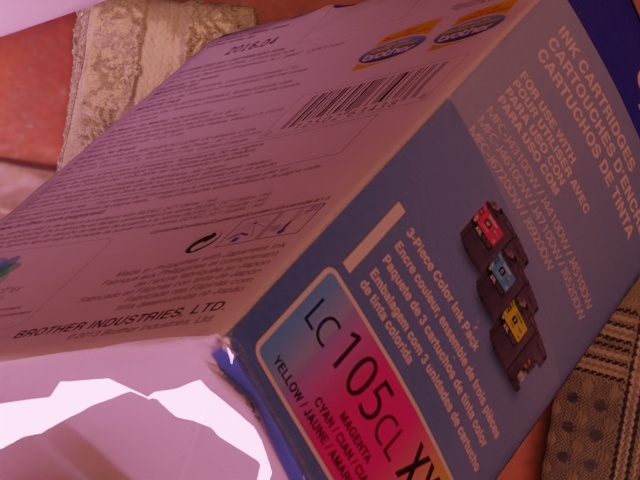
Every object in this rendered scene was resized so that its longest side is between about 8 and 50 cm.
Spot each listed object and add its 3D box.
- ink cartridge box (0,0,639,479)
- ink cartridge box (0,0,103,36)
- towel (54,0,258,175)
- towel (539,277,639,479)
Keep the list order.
[{"bbox_3d":[0.000,0.000,0.942,0.395,0.270,0.151,-49,119,-41],"label":"ink cartridge box"},{"bbox_3d":[-0.136,-0.231,0.994,0.168,0.233,0.171,-20,82,-8],"label":"ink cartridge box"},{"bbox_3d":[-0.091,-0.066,1.113,0.110,0.027,0.148,8,89,-7],"label":"towel"},{"bbox_3d":[0.281,0.065,1.064,0.312,0.056,0.324,13,95,29],"label":"towel"}]
